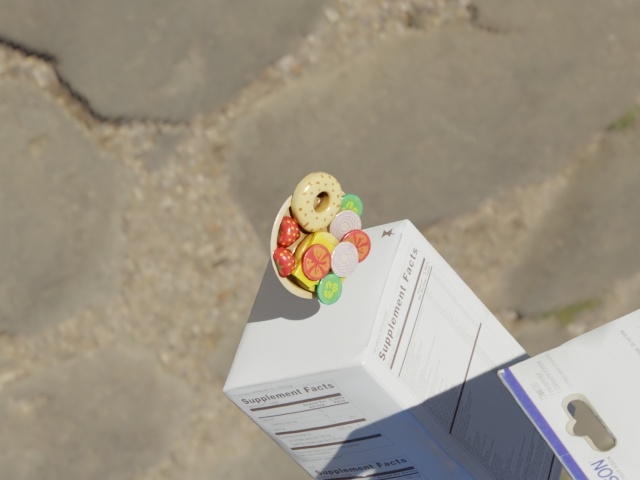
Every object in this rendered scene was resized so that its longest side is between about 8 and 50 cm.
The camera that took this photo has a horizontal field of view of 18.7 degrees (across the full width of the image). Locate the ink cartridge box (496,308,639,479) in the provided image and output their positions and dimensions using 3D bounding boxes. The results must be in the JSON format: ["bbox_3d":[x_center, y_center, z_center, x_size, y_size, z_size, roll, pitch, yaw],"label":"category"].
[{"bbox_3d":[0.284,0.070,1.117,0.333,0.165,0.065,-22,122,-5],"label":"ink cartridge box"}]

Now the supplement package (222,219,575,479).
[{"bbox_3d":[0.064,0.119,1.458,0.134,0.139,0.244,-14,132,37],"label":"supplement package"}]

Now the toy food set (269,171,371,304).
[{"bbox_3d":[0.000,0.000,1.337,0.082,0.020,0.083,40,71,-37],"label":"toy food set"}]
